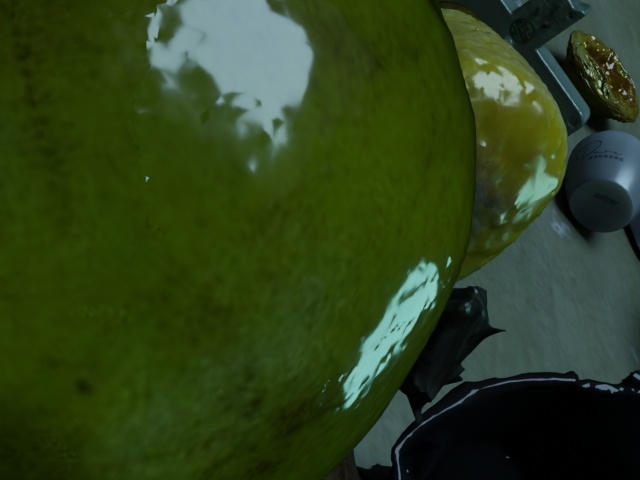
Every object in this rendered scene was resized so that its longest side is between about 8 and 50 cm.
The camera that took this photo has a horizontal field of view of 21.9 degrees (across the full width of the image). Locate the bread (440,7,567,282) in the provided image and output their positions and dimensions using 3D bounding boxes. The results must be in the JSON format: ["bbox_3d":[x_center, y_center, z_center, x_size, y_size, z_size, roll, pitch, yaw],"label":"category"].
[{"bbox_3d":[0.083,-0.072,1.247,0.197,0.197,0.170,40,18,-29],"label":"bread"}]

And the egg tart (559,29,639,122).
[{"bbox_3d":[0.316,-0.184,1.897,0.130,0.052,0.130,38,33,-30],"label":"egg tart"}]

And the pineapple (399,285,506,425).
[{"bbox_3d":[0.001,0.000,0.996,0.128,0.128,0.248,19,20,-51],"label":"pineapple"}]

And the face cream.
[{"bbox_3d":[0.291,-0.059,1.670,0.091,0.091,0.095,48,35,-15],"label":"face cream"}]

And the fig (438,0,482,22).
[{"bbox_3d":[0.108,-0.180,1.523,0.074,0.074,0.088,51,53,-9],"label":"fig"}]

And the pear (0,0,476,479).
[{"bbox_3d":[-0.096,-0.038,0.721,0.352,0.352,0.413,44,35,-22],"label":"pear"}]

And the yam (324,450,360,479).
[{"bbox_3d":[-0.030,0.172,0.829,0.131,0.131,0.279,37,32,-34],"label":"yam"}]

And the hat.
[{"bbox_3d":[0.106,0.235,0.987,0.238,0.209,0.336,33,47,-1],"label":"hat"}]

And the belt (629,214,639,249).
[{"bbox_3d":[0.468,-0.010,1.882,0.347,0.117,0.212,9,55,-57],"label":"belt"}]

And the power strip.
[{"bbox_3d":[0.185,-0.194,1.583,0.215,0.145,0.061,53,25,-4],"label":"power strip"}]
